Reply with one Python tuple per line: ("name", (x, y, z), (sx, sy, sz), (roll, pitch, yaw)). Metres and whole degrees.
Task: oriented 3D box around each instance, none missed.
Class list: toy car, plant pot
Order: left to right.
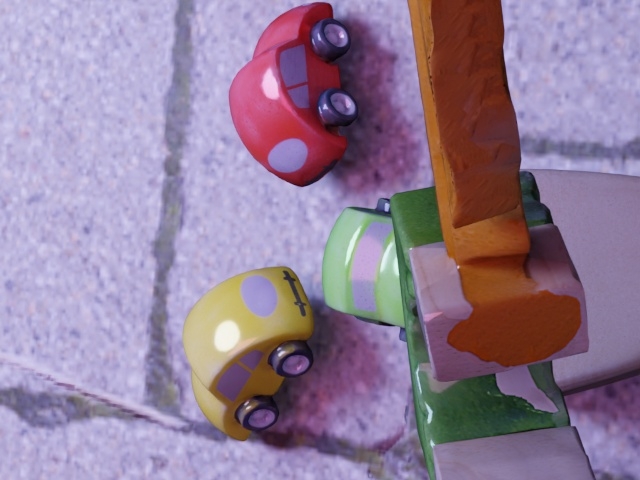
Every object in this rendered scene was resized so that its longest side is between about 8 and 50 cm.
("toy car", (0.000, 0.000, 0.953), (0.225, 0.053, 0.239), (18, 98, 59))
("plant pot", (0.135, 0.018, 0.915), (0.096, 0.109, 0.109), (-9, 84, 14))

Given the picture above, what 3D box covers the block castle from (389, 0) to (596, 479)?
("block castle", (0.166, 0.006, 0.733), (0.303, 0.213, 0.453), (-9, 114, 0))
